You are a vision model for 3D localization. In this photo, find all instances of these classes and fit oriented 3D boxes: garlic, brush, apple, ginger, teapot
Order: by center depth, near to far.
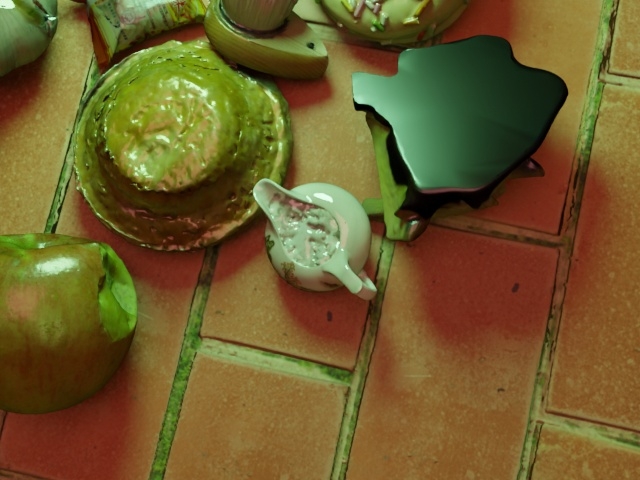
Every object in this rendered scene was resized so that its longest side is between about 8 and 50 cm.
[{"bbox_3d":[-0.497,0.142,1.606,0.339,0.339,0.340,-1,80,5],"label":"apple"},{"bbox_3d":[0.000,0.000,1.665,0.298,0.139,0.204,40,95,17],"label":"teapot"},{"bbox_3d":[0.236,-0.186,1.683,0.413,0.211,0.358,-34,65,-11],"label":"ginger"},{"bbox_3d":[-0.088,-0.428,1.727,0.266,0.166,0.174,29,48,-1],"label":"brush"},{"bbox_3d":[-0.671,-0.462,1.754,0.321,0.241,0.322,6,49,-6],"label":"garlic"}]

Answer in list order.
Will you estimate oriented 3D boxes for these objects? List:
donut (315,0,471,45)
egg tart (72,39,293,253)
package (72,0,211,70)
[{"bbox_3d":[0.128,-0.533,1.719,0.371,0.150,0.307,17,107,10],"label":"donut"},{"bbox_3d":[-0.275,-0.195,1.715,0.443,0.178,0.443,-1,80,3],"label":"egg tart"},{"bbox_3d":[-0.366,-0.490,1.815,0.288,0.108,0.223,-28,82,-2],"label":"package"}]
